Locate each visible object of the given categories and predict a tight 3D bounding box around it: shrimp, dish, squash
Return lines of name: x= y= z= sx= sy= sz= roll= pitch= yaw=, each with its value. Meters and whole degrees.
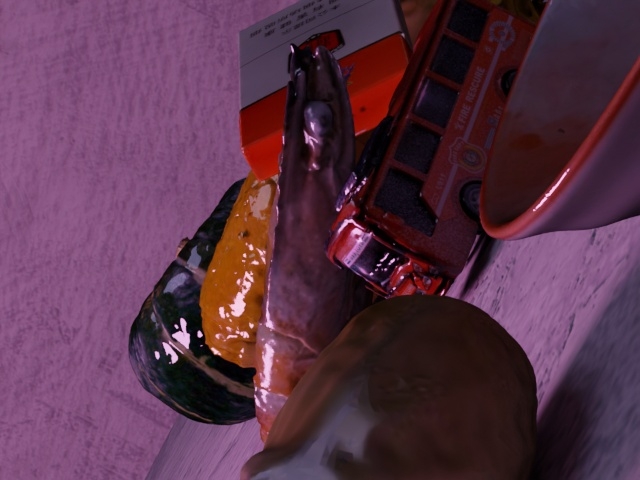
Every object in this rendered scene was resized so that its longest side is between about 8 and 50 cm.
shrimp: x=0.006 y=0.007 z=1.208 sx=0.164 sy=0.062 sz=0.317 roll=-50 pitch=-34 yaw=-57
dish: x=0.154 y=-0.101 z=0.638 sx=0.260 sy=0.085 sz=0.260 roll=-64 pitch=5 yaw=11
squash: x=-0.075 y=0.056 z=1.707 sx=0.252 sy=0.165 sz=0.252 roll=-59 pitch=5 yaw=9

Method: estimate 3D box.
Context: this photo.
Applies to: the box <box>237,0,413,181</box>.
box: x=0.003 y=-0.133 z=1.324 sx=0.139 sy=0.035 sz=0.245 roll=-25 pitch=24 yaw=10

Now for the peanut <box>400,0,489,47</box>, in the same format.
peanut: x=0.097 y=-0.206 z=1.514 sx=0.147 sy=0.147 sz=0.305 roll=-58 pitch=6 yaw=41

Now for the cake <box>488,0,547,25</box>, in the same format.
cake: x=0.118 y=-0.110 z=1.263 sx=0.116 sy=0.080 sz=0.185 roll=-37 pitch=12 yaw=46

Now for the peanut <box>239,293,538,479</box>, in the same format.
peanut: x=0.033 y=0.093 z=0.720 sx=0.159 sy=0.109 sz=0.140 roll=-51 pitch=9 yaw=-29

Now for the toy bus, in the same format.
toy bus: x=0.079 y=-0.059 z=1.135 sx=0.235 sy=0.096 sz=0.073 roll=-64 pitch=3 yaw=-38

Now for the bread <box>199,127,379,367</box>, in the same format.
bread: x=-0.004 y=0.000 z=1.396 sx=0.240 sy=0.139 sz=0.240 roll=-63 pitch=-1 yaw=-2
